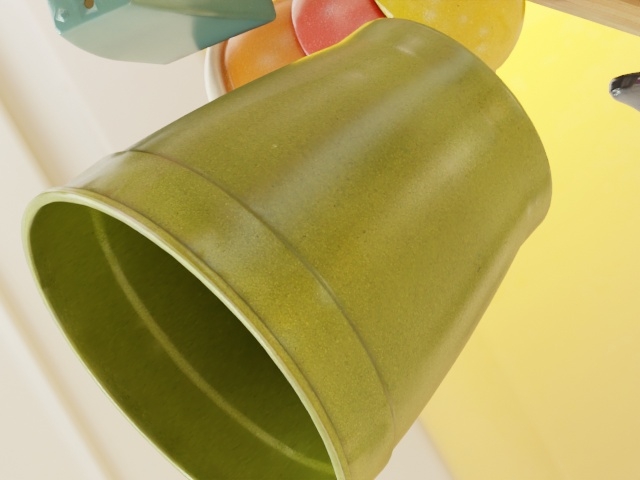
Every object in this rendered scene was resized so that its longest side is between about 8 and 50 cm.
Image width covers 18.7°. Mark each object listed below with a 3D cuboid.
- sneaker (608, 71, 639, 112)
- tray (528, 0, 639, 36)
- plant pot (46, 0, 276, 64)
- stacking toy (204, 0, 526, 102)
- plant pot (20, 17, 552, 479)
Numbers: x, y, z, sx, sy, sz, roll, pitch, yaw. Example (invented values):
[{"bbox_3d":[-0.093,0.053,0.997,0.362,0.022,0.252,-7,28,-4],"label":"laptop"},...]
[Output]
[{"bbox_3d":[0.441,-0.138,2.287,0.223,0.098,0.083,9,170,-18],"label":"sneaker"},{"bbox_3d":[0.346,-0.388,2.506,0.411,0.203,0.076,10,152,-39],"label":"tray"},{"bbox_3d":[-0.195,-0.289,2.119,0.165,0.166,0.234,-19,178,29],"label":"plant pot"},{"bbox_3d":[0.126,-0.255,2.251,0.480,0.350,0.350,-44,177,33],"label":"stacking toy"},{"bbox_3d":[0.000,0.000,1.649,0.353,0.366,0.366,-43,-170,-26],"label":"plant pot"}]
